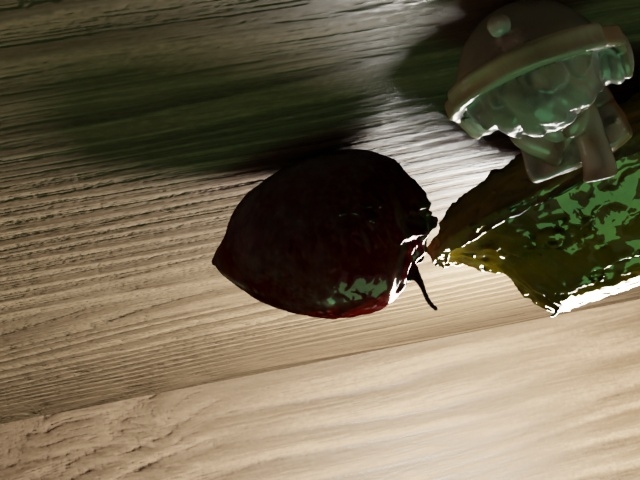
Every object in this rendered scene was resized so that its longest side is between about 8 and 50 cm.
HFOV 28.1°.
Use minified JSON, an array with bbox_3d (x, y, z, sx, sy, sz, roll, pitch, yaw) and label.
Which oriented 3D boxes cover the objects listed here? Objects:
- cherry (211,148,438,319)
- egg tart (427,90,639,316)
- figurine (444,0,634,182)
[{"bbox_3d":[0.000,0.000,1.354,0.250,0.192,0.175,-11,132,17],"label":"cherry"},{"bbox_3d":[0.335,-0.037,1.426,0.443,0.178,0.443,-23,172,-4],"label":"egg tart"},{"bbox_3d":[0.192,-0.128,1.103,0.162,0.141,0.237,-21,164,14],"label":"figurine"}]
